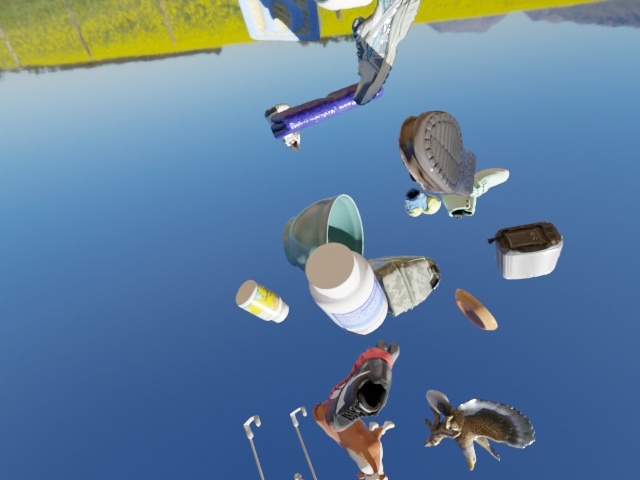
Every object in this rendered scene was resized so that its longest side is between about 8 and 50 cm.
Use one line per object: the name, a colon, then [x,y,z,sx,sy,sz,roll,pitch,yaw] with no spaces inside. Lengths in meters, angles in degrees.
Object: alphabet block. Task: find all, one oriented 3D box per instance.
alphabet block: [-0.091,-0.640,1.071,0.193,0.197,0.192,4,167,4]

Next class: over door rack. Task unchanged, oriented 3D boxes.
over door rack: [-0.120,0.697,1.320,0.108,0.325,0.239,-28,155,30]

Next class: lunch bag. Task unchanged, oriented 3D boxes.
lunch bag: [0.318,0.159,1.788,0.255,0.213,0.305,-28,-172,-17]

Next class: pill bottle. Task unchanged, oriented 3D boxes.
pill bottle: [-0.235,0.258,1.783,0.117,0.208,0.118,-31,-140,30]
pill bottle: [0.062,0.115,1.024,0.152,0.272,0.153,-9,-121,15]

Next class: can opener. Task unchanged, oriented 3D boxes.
can opener: [0.170,0.408,1.313,0.074,0.281,0.093,12,-140,-4]

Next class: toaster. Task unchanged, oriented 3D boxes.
toaster: [0.662,0.038,1.409,0.226,0.147,0.129,-11,-139,10]

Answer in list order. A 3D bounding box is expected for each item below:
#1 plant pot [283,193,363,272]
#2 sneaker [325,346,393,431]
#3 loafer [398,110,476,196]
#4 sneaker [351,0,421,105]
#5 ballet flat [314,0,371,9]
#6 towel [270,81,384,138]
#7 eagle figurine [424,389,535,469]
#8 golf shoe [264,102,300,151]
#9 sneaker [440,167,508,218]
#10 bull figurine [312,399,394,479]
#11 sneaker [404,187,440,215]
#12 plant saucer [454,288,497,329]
plant pot: [0.000,0.000,1.435,0.196,0.293,0.293,-1,-154,27]
sneaker: [0.093,0.406,1.104,0.097,0.276,0.135,28,-159,-10]
loafer: [0.222,-0.153,0.878,0.130,0.134,0.365,6,175,29]
sneaker: [0.123,-0.462,1.012,0.122,0.283,0.110,20,-146,-5]
ballet flat: [0.090,-0.553,0.639,0.139,0.401,0.139,15,-146,-10]
towel: [0.007,-0.391,1.262,0.308,0.076,0.227,-26,-166,-12]
eagle figurine: [0.483,0.608,1.383,0.297,0.226,0.226,2,-173,-21]
golf shoe: [-0.134,-0.453,1.728,0.105,0.120,0.273,-27,167,9]
sneaker: [0.587,-0.168,1.613,0.255,0.094,0.151,-18,-120,17]
bull figurine: [0.117,0.603,1.347,0.310,0.101,0.188,44,-142,9]
sneaker: [0.382,-0.167,1.744,0.091,0.126,0.240,-58,-165,-10]
plant saucer: [0.587,0.271,1.658,0.037,0.200,0.200,-42,-147,-5]
